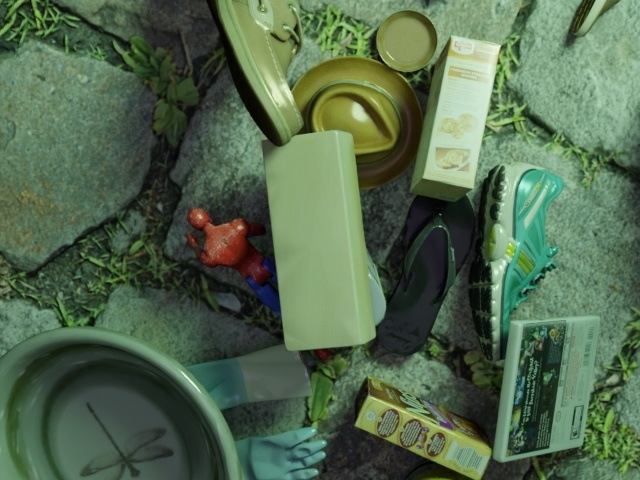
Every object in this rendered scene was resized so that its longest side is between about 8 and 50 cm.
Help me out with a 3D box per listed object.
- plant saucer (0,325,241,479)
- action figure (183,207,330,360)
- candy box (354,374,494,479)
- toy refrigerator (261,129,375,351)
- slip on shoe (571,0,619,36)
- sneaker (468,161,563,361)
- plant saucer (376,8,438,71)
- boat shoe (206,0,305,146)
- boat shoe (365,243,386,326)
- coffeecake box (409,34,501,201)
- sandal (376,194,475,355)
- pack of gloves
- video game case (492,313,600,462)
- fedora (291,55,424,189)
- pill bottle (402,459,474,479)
[{"bbox_3d":[-0.284,0.295,1.531,0.401,0.100,0.400,4,107,15],"label":"plant saucer"},{"bbox_3d":[-0.084,0.037,1.530,0.091,0.139,0.280,-46,116,4],"label":"action figure"},{"bbox_3d":[0.139,0.256,1.533,0.187,0.109,0.053,23,98,-2],"label":"candy box"},{"bbox_3d":[0.000,0.000,1.429,0.102,0.094,0.269,-7,90,15],"label":"toy refrigerator"},{"bbox_3d":[0.383,-0.327,1.478,0.041,0.051,0.135,27,92,-14],"label":"slip on shoe"},{"bbox_3d":[0.268,0.034,1.506,0.110,0.107,0.275,7,98,-9],"label":"sneaker"},{"bbox_3d":[0.117,-0.270,1.508,0.083,0.015,0.083,0,98,3],"label":"plant saucer"},{"bbox_3d":[-0.075,-0.276,1.407,0.110,0.121,0.341,-18,66,-6],"label":"boat shoe"},{"bbox_3d":[0.010,0.005,1.516,0.095,0.084,0.258,-24,88,8],"label":"boat shoe"},{"bbox_3d":[0.172,-0.154,1.440,0.068,0.142,0.185,12,85,-1],"label":"coffeecake box"},{"bbox_3d":[0.149,0.040,1.530,0.097,0.054,0.254,15,98,0],"label":"sandal"},{"bbox_3d":[-0.115,0.259,1.546,0.232,0.046,0.195,-15,96,19],"label":"pack of gloves"},{"bbox_3d":[0.308,0.198,1.511,0.173,0.022,0.190,-1,101,-40],"label":"video game case"},{"bbox_3d":[0.045,-0.156,1.494,0.194,0.079,0.194,0,98,1],"label":"fedora"},{"bbox_3d":[0.166,0.382,1.499,0.119,0.208,0.119,0,98,2],"label":"pill bottle"}]
